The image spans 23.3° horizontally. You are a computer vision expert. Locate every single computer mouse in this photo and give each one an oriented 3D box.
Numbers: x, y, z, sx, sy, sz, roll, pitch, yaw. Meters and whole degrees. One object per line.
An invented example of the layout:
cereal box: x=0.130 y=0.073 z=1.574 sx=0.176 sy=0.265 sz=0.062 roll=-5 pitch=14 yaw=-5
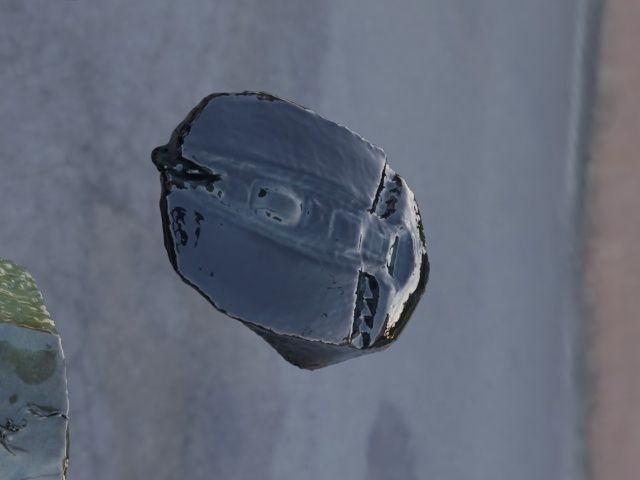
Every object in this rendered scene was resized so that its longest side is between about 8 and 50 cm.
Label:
computer mouse: x=0.000 y=0.000 z=0.709 sx=0.192 sy=0.062 sz=0.105 roll=30 pitch=67 yaw=-51

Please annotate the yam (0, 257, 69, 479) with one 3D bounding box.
yam: x=-0.283 y=0.073 z=0.887 sx=0.202 sy=0.271 sz=0.201 roll=-123 pitch=-132 yaw=-61
